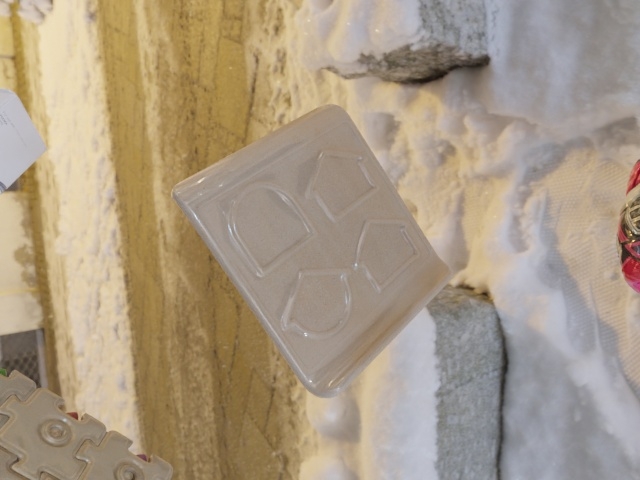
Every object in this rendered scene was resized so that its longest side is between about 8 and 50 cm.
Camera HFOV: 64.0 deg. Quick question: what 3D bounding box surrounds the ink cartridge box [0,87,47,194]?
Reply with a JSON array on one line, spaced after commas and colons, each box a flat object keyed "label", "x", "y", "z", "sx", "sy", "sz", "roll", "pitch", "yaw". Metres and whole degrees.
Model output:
[{"label": "ink cartridge box", "x": -0.598, "y": -0.110, "z": 0.769, "sx": 0.207, "sy": 0.283, "sz": 0.117, "roll": 12, "pitch": 141, "yaw": 15}]

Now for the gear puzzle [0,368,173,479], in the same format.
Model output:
[{"label": "gear puzzle", "x": -0.293, "y": 0.177, "z": 0.424, "sx": 0.044, "sy": 0.339, "sz": 0.175, "roll": -50, "pitch": 11, "yaw": 15}]

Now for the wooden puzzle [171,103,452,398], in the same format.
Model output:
[{"label": "wooden puzzle", "x": 0.000, "y": 0.000, "z": 0.761, "sx": 0.348, "sy": 0.322, "sz": 0.080, "roll": 54, "pitch": 147, "yaw": -2}]

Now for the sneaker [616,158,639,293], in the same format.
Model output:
[{"label": "sneaker", "x": 0.373, "y": 0.017, "z": 0.353, "sx": 0.299, "sy": 0.121, "sz": 0.112, "roll": 12, "pitch": 68, "yaw": 32}]
